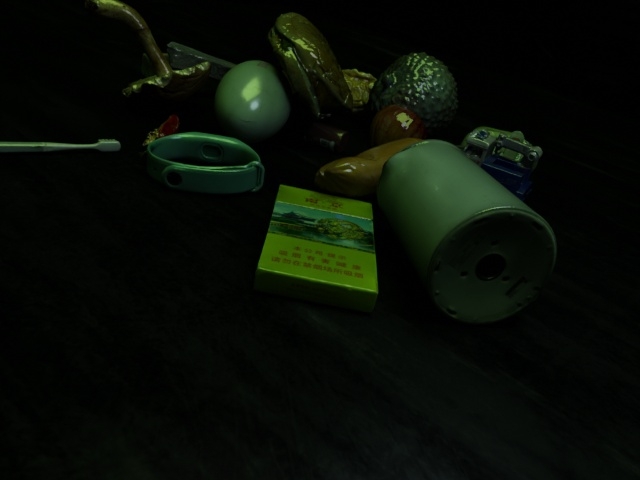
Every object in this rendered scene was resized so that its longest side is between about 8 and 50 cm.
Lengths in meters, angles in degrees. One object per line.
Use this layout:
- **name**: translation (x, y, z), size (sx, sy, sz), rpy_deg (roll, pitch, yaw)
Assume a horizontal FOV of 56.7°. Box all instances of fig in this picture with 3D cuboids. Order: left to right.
- **fig**: translation (0.187, -0.237, 1.469), size (0.149, 0.202, 0.148), rpy_deg (9, -13, 18)

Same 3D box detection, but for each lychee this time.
- **lychee**: translation (0.264, -0.394, 1.680), size (0.274, 0.255, 0.255), rpy_deg (34, 8, -43)

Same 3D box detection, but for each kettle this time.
- **kettle**: translation (0.255, -0.026, 1.016), size (0.265, 0.205, 0.318), rpy_deg (2, 26, -14)

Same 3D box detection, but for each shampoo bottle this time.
- **shampoo bottle**: translation (-0.042, -0.290, 1.533), size (0.236, 0.068, 0.067), rpy_deg (25, 30, 19)

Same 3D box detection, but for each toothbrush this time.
- **toothbrush**: translation (-0.562, -0.183, 1.149), size (0.342, 0.025, 0.030), rpy_deg (-8, 29, -35)

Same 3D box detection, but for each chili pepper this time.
- **chili pepper**: translation (-0.349, -0.233, 1.317), size (0.050, 0.059, 0.268), rpy_deg (47, 17, -19)

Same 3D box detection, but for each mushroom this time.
- **mushroom**: translation (-0.409, -0.459, 1.468), size (0.233, 0.301, 0.208), rpy_deg (-23, 53, -2)

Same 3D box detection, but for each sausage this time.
- **sausage**: translation (0.115, -0.143, 1.259), size (0.134, 0.116, 0.354), rpy_deg (-4, 11, 44)

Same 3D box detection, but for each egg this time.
- **egg**: translation (-0.163, -0.328, 1.424), size (0.183, 0.183, 0.264), rpy_deg (14, 37, 2)

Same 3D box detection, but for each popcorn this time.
- **popcorn**: translation (0.091, -0.465, 1.844), size (0.194, 0.140, 0.163), rpy_deg (28, 26, 30)

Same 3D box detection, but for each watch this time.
- **watch**: translation (-0.228, -0.159, 1.201), size (0.237, 0.068, 0.195), rpy_deg (10, 28, -3)

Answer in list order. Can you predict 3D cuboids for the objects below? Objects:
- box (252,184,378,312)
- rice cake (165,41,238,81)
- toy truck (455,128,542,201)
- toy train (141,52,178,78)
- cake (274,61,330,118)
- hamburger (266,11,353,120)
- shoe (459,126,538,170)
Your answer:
- **box**: translation (0.000, 0.000, 1.023), size (0.187, 0.047, 0.335), rpy_deg (11, 27, -3)
- **rice cake**: translation (-0.268, -0.485, 1.724), size (0.399, 0.064, 0.070), rpy_deg (10, 29, -35)
- **toy truck**: translation (0.369, -0.156, 1.333), size (0.213, 0.177, 0.161), rpy_deg (24, 31, 20)
- **toy train**: translation (-0.452, -0.492, 1.730), size (0.099, 0.072, 0.188), rpy_deg (-5, 33, -34)
- **cake**: translation (-0.034, -0.430, 1.713), size (0.208, 0.178, 0.185), rpy_deg (-17, -4, -19)
- **hamburger**: translation (-0.022, -0.434, 1.484), size (0.134, 0.265, 0.285), rpy_deg (-29, 47, 5)
- **shoe**: translation (0.464, -0.228, 1.545), size (0.262, 0.140, 0.128), rpy_deg (-6, 27, -38)
